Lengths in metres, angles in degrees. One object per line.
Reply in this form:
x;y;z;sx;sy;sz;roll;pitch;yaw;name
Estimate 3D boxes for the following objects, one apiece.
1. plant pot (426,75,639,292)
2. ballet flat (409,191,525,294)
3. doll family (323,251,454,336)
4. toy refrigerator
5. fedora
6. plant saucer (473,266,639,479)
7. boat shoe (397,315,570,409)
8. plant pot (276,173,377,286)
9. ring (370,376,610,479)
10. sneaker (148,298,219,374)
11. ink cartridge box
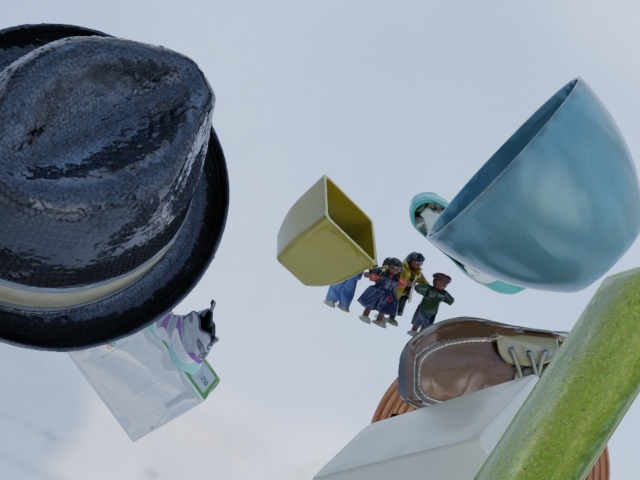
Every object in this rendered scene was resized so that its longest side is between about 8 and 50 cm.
0.310;-0.045;1.436;0.195;0.290;0.290;42;43;-1;plant pot
0.243;0.013;1.830;0.247;0.083;0.087;41;20;8;ballet flat
0.089;0.053;1.415;0.193;0.111;0.076;17;10;-39;doll family
0.117;0.221;1.054;0.102;0.269;0.094;-37;94;-38;toy refrigerator
-0.198;-0.073;0.914;0.334;0.152;0.334;13;64;-28;fedora
0.139;0.102;0.603;0.045;0.188;0.188;33;78;18;plant saucer
0.248;0.154;1.318;0.324;0.120;0.123;1;89;-31;boat shoe
0.000;0.000;1.119;0.081;0.083;0.081;43;23;-27;plant pot
0.225;0.302;1.465;0.336;0.032;0.337;1;77;-5;ring
-0.133;0.081;1.094;0.098;0.069;0.038;46;7;35;sneaker
-0.219;0.108;1.208;0.209;0.109;0.062;55;22;-8;ink cartridge box
